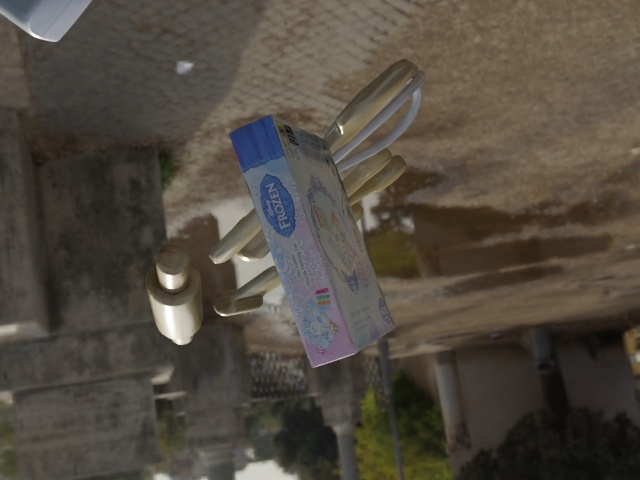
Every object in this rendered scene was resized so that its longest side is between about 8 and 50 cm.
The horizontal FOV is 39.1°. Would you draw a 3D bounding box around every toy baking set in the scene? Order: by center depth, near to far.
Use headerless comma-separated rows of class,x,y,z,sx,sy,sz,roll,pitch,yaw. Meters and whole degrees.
toy baking set,-0.022,-0.019,0.530,0.197,0.030,0.256,-39,169,-13

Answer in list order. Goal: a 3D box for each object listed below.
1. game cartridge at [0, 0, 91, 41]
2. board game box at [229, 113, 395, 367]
game cartridge,-0.222,-0.336,0.776,0.198,0.297,0.062,37,-166,31
board game box,0.000,0.000,0.358,0.020,0.090,0.090,-22,175,12
